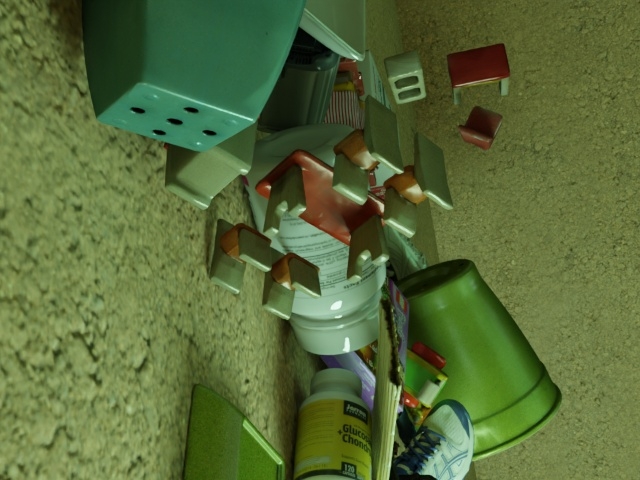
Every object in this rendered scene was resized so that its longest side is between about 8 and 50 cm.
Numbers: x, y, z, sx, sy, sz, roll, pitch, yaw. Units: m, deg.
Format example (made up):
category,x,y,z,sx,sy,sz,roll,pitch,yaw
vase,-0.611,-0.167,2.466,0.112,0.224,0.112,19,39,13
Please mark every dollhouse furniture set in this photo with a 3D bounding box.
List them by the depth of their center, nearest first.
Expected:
category,x,y,z,sx,sy,sz,roll,pitch,yaw
dollhouse furniture set,-0.032,-0.067,0.877,0.259,0.262,0.135,30,41,-30
dollhouse furniture set,0.147,-0.221,1.401,0.152,0.374,0.201,48,33,-73

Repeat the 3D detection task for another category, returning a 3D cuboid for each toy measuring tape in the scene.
category,x,y,z,sx,sy,sz,roll,pitch,yaw
toy measuring tape,0.161,0.236,1.422,0.330,0.121,0.121,35,46,-77

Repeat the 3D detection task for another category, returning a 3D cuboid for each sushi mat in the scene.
category,x,y,z,sx,sy,sz,roll,pitch,yaw
sushi mat,0.082,0.237,1.085,0.151,0.019,0.316,-90,-179,-51

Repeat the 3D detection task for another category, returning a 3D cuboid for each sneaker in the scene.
category,x,y,z,sx,sy,sz,roll,pitch,yaw
sneaker,0.183,0.414,1.452,0.131,0.112,0.296,47,62,-47
sneaker,0.193,0.036,1.925,0.110,0.118,0.292,-53,130,-69

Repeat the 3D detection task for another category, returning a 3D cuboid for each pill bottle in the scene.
category,x,y,z,sx,sy,sz,roll,pitch,yaw
pill bottle,0.000,0.000,1.086,0.160,0.160,0.283,-72,152,-62
pill bottle,0.018,0.269,1.097,0.184,0.103,0.103,-86,161,-44

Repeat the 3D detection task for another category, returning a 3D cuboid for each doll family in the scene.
category,x,y,z,sx,sy,sz,roll,pitch,yaw
doll family,0.168,0.352,1.594,0.263,0.118,0.163,-77,151,-53

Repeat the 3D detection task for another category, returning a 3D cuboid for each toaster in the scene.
category,x,y,z,sx,sy,sz,roll,pitch,yaw
toaster,-0.036,-0.245,1.123,0.146,0.129,0.227,100,-3,-49

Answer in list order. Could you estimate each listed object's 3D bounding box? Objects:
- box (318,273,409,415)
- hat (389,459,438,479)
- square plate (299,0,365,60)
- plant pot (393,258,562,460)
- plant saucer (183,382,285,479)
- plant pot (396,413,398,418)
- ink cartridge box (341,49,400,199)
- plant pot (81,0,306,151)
category,x,y,z,sx,sy,sz,roll,pitch,yaw
box,0.070,0.132,1.363,0.201,0.057,0.293,52,25,-22
hat,0.145,0.464,1.246,0.331,0.134,0.331,-178,-90,-83
square plate,-0.077,-0.422,1.044,0.344,0.049,0.347,31,42,-29
plant pot,0.292,0.242,1.788,0.353,0.366,0.366,67,16,-7
plant saucer,-0.081,0.266,0.830,0.188,0.045,0.188,63,22,-50
plant pot,0.078,0.283,1.385,0.083,0.081,0.081,-23,103,-68
ink cartridge box,0.086,-0.230,1.682,0.273,0.114,0.197,55,29,-58
plant pot,-0.111,-0.210,0.704,0.165,0.166,0.234,14,72,-32
